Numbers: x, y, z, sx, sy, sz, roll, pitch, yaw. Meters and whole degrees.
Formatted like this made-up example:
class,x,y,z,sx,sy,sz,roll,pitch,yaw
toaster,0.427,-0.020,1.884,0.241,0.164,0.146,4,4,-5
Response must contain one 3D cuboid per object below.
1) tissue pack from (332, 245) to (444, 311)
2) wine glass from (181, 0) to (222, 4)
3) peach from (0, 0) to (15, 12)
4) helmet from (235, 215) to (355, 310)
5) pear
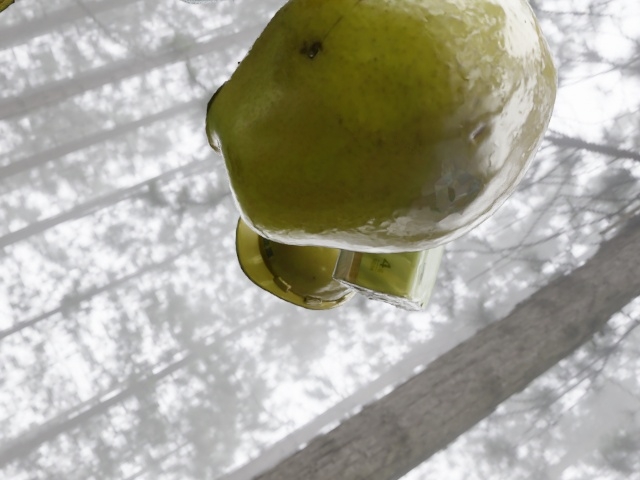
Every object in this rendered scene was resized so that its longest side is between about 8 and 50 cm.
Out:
class,x,y,z,sx,sy,sz,roll,pitch,yaw
tissue pack,0.112,-0.030,1.341,0.125,0.234,0.159,15,-7,16
wine glass,-0.276,-0.518,1.885,0.126,0.241,0.126,15,-72,56
peach,-0.657,-0.487,1.984,0.083,0.077,0.050,5,-35,42
helmet,0.000,0.000,1.662,0.140,0.257,0.205,-36,-131,47
pear,0.088,-0.113,1.039,0.191,0.386,0.340,56,-4,44
